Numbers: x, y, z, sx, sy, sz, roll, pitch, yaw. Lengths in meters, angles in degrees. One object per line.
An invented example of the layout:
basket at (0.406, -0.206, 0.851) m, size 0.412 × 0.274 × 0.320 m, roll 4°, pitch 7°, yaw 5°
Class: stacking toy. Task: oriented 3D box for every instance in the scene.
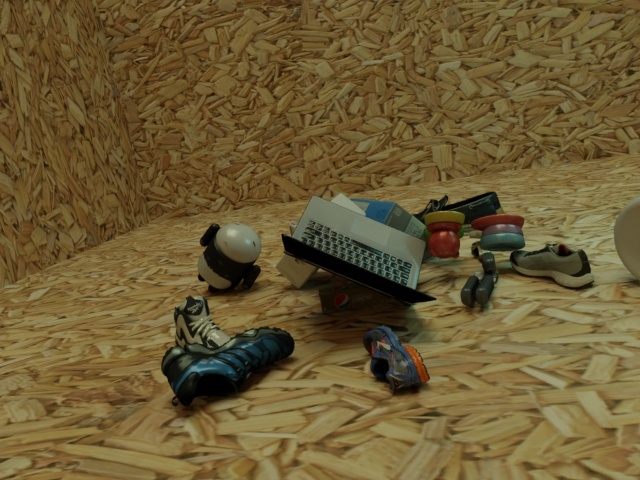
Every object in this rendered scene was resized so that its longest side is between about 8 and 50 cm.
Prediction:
stacking toy at (0.466, 0.008, 1.616) m, size 0.309 × 0.130 × 0.279 m, roll 2°, pitch -13°, yaw 1°

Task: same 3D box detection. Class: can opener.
can opener at (0.437, 0.097, 1.412) m, size 0.076 × 0.095 × 0.283 m, roll -4°, pitch 7°, yaw 25°

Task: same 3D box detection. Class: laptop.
laptop at (0.117, -0.001, 1.373) m, size 0.382 × 0.236 × 0.407 m, roll 23°, pitch 47°, yaw 1°

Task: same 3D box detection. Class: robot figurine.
robot figurine at (-0.324, 0.062, 1.822) m, size 0.209 × 0.278 × 0.173 m, roll 24°, pitch 34°, yaw -24°

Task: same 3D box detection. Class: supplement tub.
supplement tub at (0.938, -0.030, 1.268) m, size 0.332 × 0.240 × 0.241 m, roll -14°, pitch 13°, yaw -19°

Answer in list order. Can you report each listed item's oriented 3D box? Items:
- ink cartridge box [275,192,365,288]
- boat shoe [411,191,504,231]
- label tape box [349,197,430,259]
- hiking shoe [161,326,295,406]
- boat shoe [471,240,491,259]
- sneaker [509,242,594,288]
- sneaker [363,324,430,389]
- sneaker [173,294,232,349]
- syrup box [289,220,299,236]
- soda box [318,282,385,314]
ink cartridge box at (0.000, 0.000, 1.711) m, size 0.283 × 0.117 × 0.207 m, roll -52°, pitch -6°, yaw 39°
boat shoe at (0.503, -0.110, 2.142) m, size 0.501 × 0.155 × 0.187 m, roll -7°, pitch 15°, yaw 18°
label tape box at (0.272, -0.016, 1.843) m, size 0.348 × 0.115 × 0.249 m, roll 35°, pitch -13°, yaw -32°
hiking shoe at (-0.187, 0.284, 1.132) m, size 0.304 × 0.113 × 0.132 m, roll -9°, pitch 42°, yaw -27°
boat shoe at (0.530, 0.033, 1.729) m, size 0.045 × 0.050 × 0.135 m, roll -5°, pitch 13°, yaw -2°
sneaker at (0.642, 0.051, 1.441) m, size 0.100 × 0.107 × 0.271 m, roll -17°, pitch 13°, yaw -20°
sneaker at (0.134, 0.241, 1.067) m, size 0.087 × 0.083 × 0.221 m, roll -22°, pitch 12°, yaw -15°
sneaker at (-0.305, 0.217, 1.324) m, size 0.094 × 0.152 × 0.235 m, roll -23°, pitch 18°, yaw -38°
syrup box at (-0.021, -0.054, 2.422) m, size 0.237 × 0.093 × 0.096 m, roll -13°, pitch 14°, yaw -12°
soda box at (0.089, 0.160, 1.481) m, size 0.182 × 0.061 × 0.058 m, roll -11°, pitch 12°, yaw -4°
